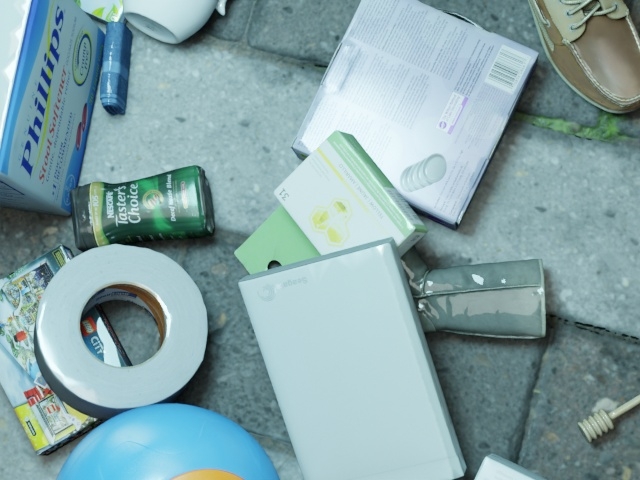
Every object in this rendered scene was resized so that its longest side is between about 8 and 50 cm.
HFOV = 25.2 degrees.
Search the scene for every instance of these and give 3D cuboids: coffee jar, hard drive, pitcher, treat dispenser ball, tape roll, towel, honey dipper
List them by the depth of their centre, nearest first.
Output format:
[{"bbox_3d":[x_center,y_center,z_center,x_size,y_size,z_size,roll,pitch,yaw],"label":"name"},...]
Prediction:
[{"bbox_3d":[-0.184,0.340,1.725,0.288,0.288,0.288,-1,81,7],"label":"treat dispenser ball"},{"bbox_3d":[0.040,0.168,1.782,0.203,0.040,0.307,-15,100,18],"label":"hard drive"},{"bbox_3d":[0.400,0.203,1.808,0.161,0.030,0.030,-30,79,-2],"label":"honey dipper"},{"bbox_3d":[-0.256,0.118,1.839,0.219,0.072,0.219,5,70,-12],"label":"tape roll"},{"bbox_3d":[-0.238,-0.039,1.898,0.185,0.079,0.096,-10,80,6],"label":"coffee jar"},{"bbox_3d":[-0.158,-0.361,1.927,0.178,0.125,0.207,28,79,-10],"label":"pitcher"},{"bbox_3d":[-0.279,-0.233,1.939,0.029,0.067,0.119,3,82,6],"label":"towel"}]

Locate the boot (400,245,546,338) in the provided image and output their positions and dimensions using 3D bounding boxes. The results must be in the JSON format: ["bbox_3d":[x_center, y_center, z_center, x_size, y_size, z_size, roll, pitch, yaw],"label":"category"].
[{"bbox_3d":[0.180,0.040,1.838,0.209,0.076,0.189,-7,89,11],"label":"boot"}]

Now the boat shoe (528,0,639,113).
[{"bbox_3d":[0.327,-0.309,1.852,0.123,0.116,0.324,-31,79,1],"label":"boat shoe"}]

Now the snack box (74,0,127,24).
[{"bbox_3d":[-0.289,-0.373,1.978,0.100,0.037,0.141,25,85,9],"label":"snack box"}]

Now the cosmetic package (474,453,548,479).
[{"bbox_3d":[0.234,0.314,1.706,0.117,0.231,0.085,26,85,10],"label":"cosmetic package"}]

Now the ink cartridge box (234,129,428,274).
[{"bbox_3d":[0.000,0.000,1.828,0.235,0.056,0.171,-44,71,18],"label":"ink cartridge box"}]

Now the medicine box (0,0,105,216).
[{"bbox_3d":[-0.403,-0.190,1.834,0.149,0.289,0.263,9,82,8],"label":"medicine box"}]

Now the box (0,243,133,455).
[{"bbox_3d":[-0.353,0.145,1.899,0.159,0.044,0.233,-30,79,1],"label":"box"}]

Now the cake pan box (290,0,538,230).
[{"bbox_3d":[0.126,-0.182,1.883,0.246,0.070,0.266,24,85,8],"label":"cake pan box"}]
